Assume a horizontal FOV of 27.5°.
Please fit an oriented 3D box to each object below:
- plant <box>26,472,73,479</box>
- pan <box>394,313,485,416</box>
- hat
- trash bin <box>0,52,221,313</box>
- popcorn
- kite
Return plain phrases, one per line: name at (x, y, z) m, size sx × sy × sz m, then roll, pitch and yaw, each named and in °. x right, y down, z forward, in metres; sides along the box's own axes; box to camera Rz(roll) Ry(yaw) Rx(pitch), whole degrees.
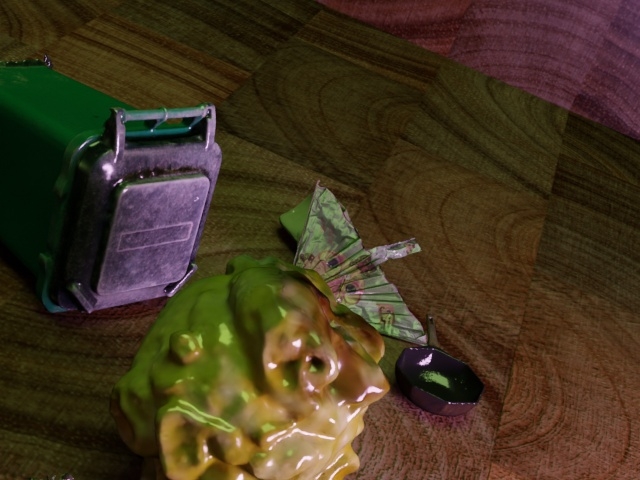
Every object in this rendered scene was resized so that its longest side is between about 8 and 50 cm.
plant at (-0.289, 0.265, 1.312) m, size 0.104 × 0.122 × 0.116 m, roll 5°, pitch 36°, yaw -8°
pan at (0.175, 0.192, 1.881) m, size 0.128 × 0.048 × 0.202 m, roll 28°, pitch 28°, yaw 9°
hat at (-0.004, -0.006, 2.106) m, size 0.122 × 0.081 × 0.166 m, roll -35°, pitch 49°, yaw -16°
trash bin at (-0.347, -0.108, 1.801) m, size 0.381 × 0.295 × 0.259 m, roll 32°, pitch 26°, yaw 32°
popcorn at (-0.080, 0.179, 1.467) m, size 0.312 × 0.312 × 0.312 m, roll 18°, pitch 26°, yaw -9°
kite at (0.050, 0.049, 2.010) m, size 0.267 × 0.013 × 0.323 m, roll -25°, pitch 71°, yaw -32°
